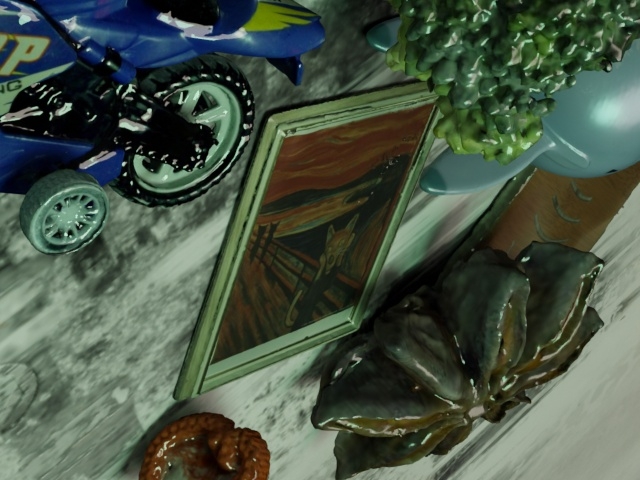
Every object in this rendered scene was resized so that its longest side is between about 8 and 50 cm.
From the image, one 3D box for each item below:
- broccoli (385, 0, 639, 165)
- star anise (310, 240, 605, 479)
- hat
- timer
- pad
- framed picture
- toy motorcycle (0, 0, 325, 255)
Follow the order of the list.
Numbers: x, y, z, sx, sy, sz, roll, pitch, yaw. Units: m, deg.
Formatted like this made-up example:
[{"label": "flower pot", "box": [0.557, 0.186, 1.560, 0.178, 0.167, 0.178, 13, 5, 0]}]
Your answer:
[{"label": "broccoli", "box": [0.139, -0.183, 0.742, 0.243, 0.247, 0.263, -68, 151, -81]}, {"label": "star anise", "box": [0.126, 0.109, 1.140, 0.331, 0.118, 0.332, -27, 156, -13]}, {"label": "hat", "box": [-0.082, 0.198, 1.011, 0.112, 0.093, 0.162, -36, 157, 0]}, {"label": "timer", "box": [0.156, -0.111, 0.924, 0.255, 0.175, 0.175, -20, 144, -12]}, {"label": "pad", "box": [0.236, -0.011, 1.274, 0.284, 0.018, 0.286, -53, 151, 6]}, {"label": "framed picture", "box": [0.000, 0.000, 0.958, 0.216, 0.016, 0.273, -19, 140, -43]}, {"label": "toy motorcycle", "box": [-0.126, -0.093, 0.560, 0.315, 0.113, 0.169, 4, 123, -48]}]
